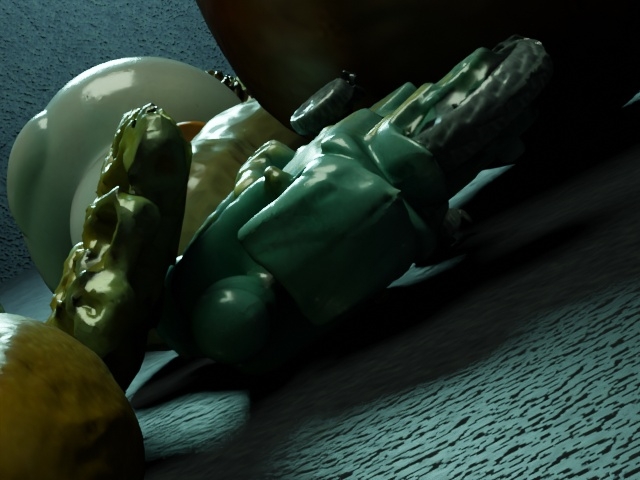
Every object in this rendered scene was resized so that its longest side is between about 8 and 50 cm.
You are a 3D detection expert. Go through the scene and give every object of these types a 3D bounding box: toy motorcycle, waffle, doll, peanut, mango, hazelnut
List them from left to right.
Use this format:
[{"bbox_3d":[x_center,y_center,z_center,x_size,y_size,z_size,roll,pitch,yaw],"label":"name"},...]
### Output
[{"bbox_3d":[-0.152,0.092,0.616,0.177,0.120,0.295,-27,6,-5],"label":"mango"},{"bbox_3d":[-0.110,0.033,0.854,0.223,0.054,0.204,-155,89,-80],"label":"waffle"},{"bbox_3d":[-0.140,-0.019,1.346,0.221,0.221,0.251,-36,-13,-50],"label":"doll"},{"bbox_3d":[-0.066,-0.013,1.131,0.136,0.120,0.298,-52,-6,30],"label":"peanut"},{"bbox_3d":[-0.001,0.000,0.867,0.198,0.109,0.296,-45,7,-25],"label":"toy motorcycle"},{"bbox_3d":[0.059,-0.204,1.067,0.315,0.372,0.372,-37,10,-31],"label":"hazelnut"}]

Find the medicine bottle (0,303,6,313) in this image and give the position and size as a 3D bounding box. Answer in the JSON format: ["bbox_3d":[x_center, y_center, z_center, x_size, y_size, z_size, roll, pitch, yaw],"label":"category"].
[{"bbox_3d":[-0.331,0.003,1.180,0.151,0.322,0.151,-28,6,3],"label":"medicine bottle"}]

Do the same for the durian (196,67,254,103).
[{"bbox_3d":[-0.073,-0.115,1.804,0.196,0.167,0.196,-23,15,7],"label":"durian"}]
